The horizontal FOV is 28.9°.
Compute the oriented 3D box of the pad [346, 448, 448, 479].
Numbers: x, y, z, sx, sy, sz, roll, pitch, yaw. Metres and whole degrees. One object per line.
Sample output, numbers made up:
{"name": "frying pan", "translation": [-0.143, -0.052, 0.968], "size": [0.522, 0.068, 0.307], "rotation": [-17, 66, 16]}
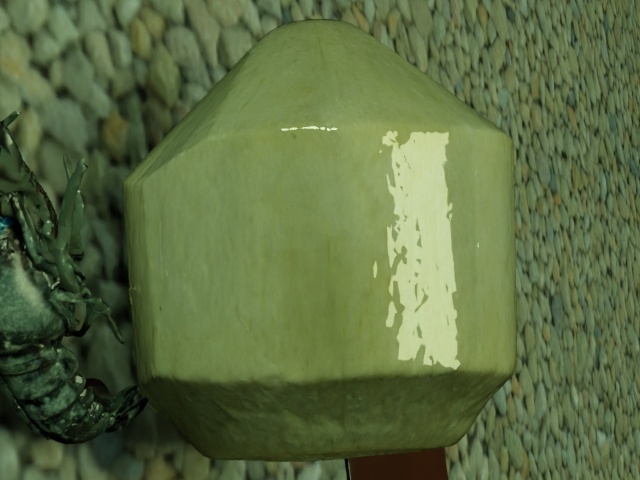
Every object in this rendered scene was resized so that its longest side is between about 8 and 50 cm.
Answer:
{"name": "pad", "translation": [0.051, 0.092, 0.922], "size": [0.181, 0.004, 0.267], "rotation": [-6, 89, -64]}

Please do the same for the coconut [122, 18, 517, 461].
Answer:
{"name": "coconut", "translation": [0.000, 0.000, 0.630], "size": [0.202, 0.202, 0.222], "rotation": [11, 76, -63]}

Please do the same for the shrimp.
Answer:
{"name": "shrimp", "translation": [-0.117, 0.026, 0.518], "size": [0.076, 0.082, 0.174], "rotation": [-71, 151, -50]}
